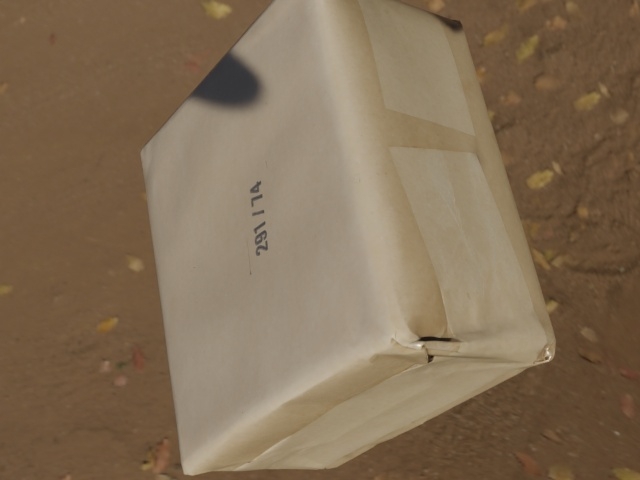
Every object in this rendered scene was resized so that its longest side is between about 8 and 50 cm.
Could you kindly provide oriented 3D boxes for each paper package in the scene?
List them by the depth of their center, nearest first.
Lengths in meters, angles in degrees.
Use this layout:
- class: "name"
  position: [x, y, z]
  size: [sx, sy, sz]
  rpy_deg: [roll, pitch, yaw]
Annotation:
- class: "paper package"
  position: [0.000, 0.000, 0.912]
  size: [0.309, 0.168, 0.325]
  rpy_deg: [-38, 54, 43]
